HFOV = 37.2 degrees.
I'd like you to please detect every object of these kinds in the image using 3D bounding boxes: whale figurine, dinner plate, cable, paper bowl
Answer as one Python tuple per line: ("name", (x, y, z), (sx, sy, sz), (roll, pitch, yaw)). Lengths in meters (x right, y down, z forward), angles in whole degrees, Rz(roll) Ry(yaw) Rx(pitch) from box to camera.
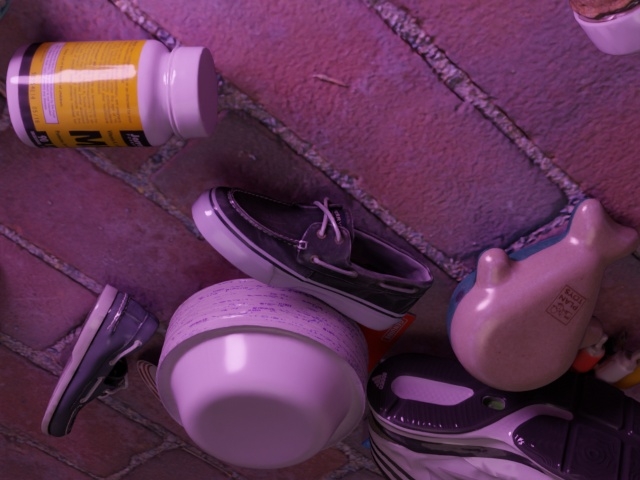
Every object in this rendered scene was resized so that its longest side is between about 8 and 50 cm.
("whale figurine", (0.278, 0.061, 1.221), (0.216, 0.141, 0.272), (32, 104, -22))
("dinner plate", (-0.226, 0.231, 1.449), (0.141, 0.017, 0.141), (33, 151, 21))
("cable", (0.363, 0.218, 1.374), (0.139, 0.072, 0.287), (20, 130, -9))
("paper bowl", (-0.078, 0.197, 1.275), (0.284, 0.148, 0.284), (3, 132, 3))

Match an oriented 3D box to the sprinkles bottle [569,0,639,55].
("sprinkles bottle", (0.214, -0.327, 0.845), (0.121, 0.121, 0.355), (-28, 124, 29))

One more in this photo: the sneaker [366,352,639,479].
("sneaker", (0.282, 0.315, 1.362), (0.447, 0.169, 0.258), (14, 138, 12))

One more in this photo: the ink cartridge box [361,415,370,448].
("ink cartridge box", (0.139, 0.303, 1.494), (0.122, 0.052, 0.088), (26, 131, -16))

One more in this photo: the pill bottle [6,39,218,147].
("pill bottle", (-0.225, -0.162, 1.050), (0.208, 0.119, 0.119), (0, 133, 7))

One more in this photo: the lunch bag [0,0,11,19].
("lunch bag", (-0.462, -0.267, 0.956), (0.279, 0.108, 0.224), (-27, 140, 27))

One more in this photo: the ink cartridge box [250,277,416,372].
("ink cartridge box", (-0.030, 0.166, 1.380), (0.238, 0.060, 0.275), (23, 131, -13))

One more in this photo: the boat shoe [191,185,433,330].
("boat shoe", (0.000, 0.000, 1.197), (0.335, 0.121, 0.119), (26, 124, -31))

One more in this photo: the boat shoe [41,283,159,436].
("boat shoe", (-0.330, 0.199, 1.406), (0.099, 0.116, 0.319), (24, 126, -11))
